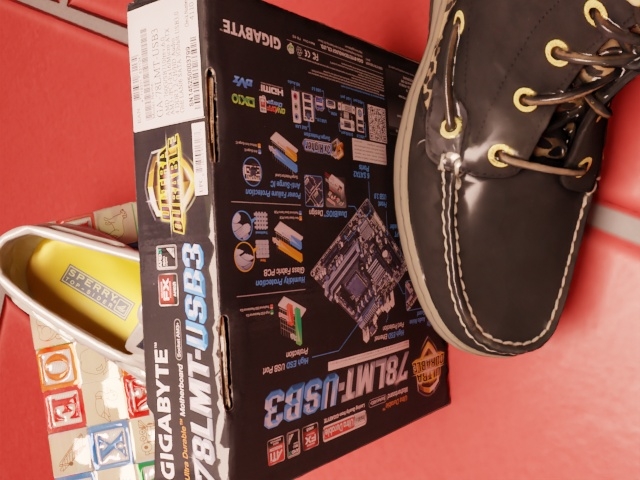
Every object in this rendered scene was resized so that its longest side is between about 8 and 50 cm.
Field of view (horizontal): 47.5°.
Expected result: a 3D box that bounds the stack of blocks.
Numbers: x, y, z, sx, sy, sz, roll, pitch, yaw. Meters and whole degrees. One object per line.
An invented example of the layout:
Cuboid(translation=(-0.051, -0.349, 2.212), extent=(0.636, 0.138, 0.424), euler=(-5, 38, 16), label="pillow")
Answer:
Cuboid(translation=(-0.194, 0.117, 0.758), extent=(0.171, 0.087, 0.297), euler=(-12, 82, 5), label="stack of blocks")

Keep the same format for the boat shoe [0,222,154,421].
Cuboid(translation=(-0.123, 0.077, 0.630), extent=(0.367, 0.156, 0.136), euler=(28, 87, 7), label="boat shoe")

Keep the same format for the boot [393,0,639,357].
Cuboid(translation=(0.163, -0.101, 0.423), extent=(0.284, 0.138, 0.378), euler=(-174, 92, -74), label="boot")

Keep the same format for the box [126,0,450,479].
Cuboid(translation=(0.000, 0.000, 0.525), extent=(0.073, 0.295, 0.294), euler=(-2, 90, 35), label="box")
